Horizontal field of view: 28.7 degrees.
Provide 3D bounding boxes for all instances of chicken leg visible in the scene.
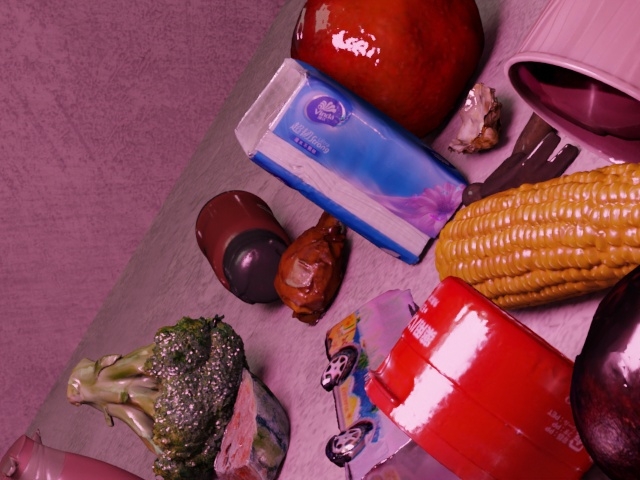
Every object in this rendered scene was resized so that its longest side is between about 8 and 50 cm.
[{"bbox_3d":[0.000,0.000,1.869,0.113,0.093,0.304,-58,8,39],"label":"chicken leg"}]

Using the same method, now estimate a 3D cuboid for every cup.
[{"bbox_3d":[0.322,-0.207,1.090,0.273,0.208,0.288,-57,-1,-5],"label":"cup"}]

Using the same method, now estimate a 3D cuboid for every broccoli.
[{"bbox_3d":[-0.225,0.229,1.790,0.269,0.269,0.254,-58,-13,-6],"label":"broccoli"}]

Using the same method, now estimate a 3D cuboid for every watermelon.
[{"bbox_3d":[-0.090,0.266,1.656,0.139,0.071,0.187,-56,23,28],"label":"watermelon"}]

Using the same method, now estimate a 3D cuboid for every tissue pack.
[{"bbox_3d":[0.038,-0.108,1.630,0.146,0.263,0.198,-54,16,7],"label":"tissue pack"}]

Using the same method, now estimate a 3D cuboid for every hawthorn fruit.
[{"bbox_3d":[0.108,-0.290,1.816,0.307,0.265,0.265,-51,14,-22],"label":"hawthorn fruit"}]

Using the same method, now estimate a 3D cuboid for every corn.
[{"bbox_3d":[0.227,-0.005,1.172,0.363,0.120,0.120,-22,38,60],"label":"corn"}]

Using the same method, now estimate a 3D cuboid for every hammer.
[{"bbox_3d":[0.302,-0.228,1.498,0.440,0.044,0.168,-63,17,-20],"label":"hammer"}]

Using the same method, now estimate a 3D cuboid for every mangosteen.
[{"bbox_3d":[0.258,0.111,0.785,0.194,0.194,0.230,-43,46,38],"label":"mangosteen"}]

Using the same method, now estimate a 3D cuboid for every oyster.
[{"bbox_3d":[0.205,-0.146,1.605,0.103,0.051,0.148,-62,4,23],"label":"oyster"}]

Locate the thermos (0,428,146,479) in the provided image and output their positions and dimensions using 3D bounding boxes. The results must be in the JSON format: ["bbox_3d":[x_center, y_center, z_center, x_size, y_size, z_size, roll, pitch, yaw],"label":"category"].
[{"bbox_3d":[-0.342,0.386,1.785,0.146,0.265,0.176,-44,22,36],"label":"thermos"}]

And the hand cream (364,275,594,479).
[{"bbox_3d":[0.144,0.128,1.024,0.125,0.193,0.193,-54,17,2],"label":"hand cream"}]

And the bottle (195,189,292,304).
[{"bbox_3d":[-0.120,0.013,2.065,0.144,0.144,0.336,-55,17,4],"label":"bottle"}]

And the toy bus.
[{"bbox_3d":[0.082,0.168,1.284,0.138,0.112,0.317,-42,20,11],"label":"toy bus"}]
